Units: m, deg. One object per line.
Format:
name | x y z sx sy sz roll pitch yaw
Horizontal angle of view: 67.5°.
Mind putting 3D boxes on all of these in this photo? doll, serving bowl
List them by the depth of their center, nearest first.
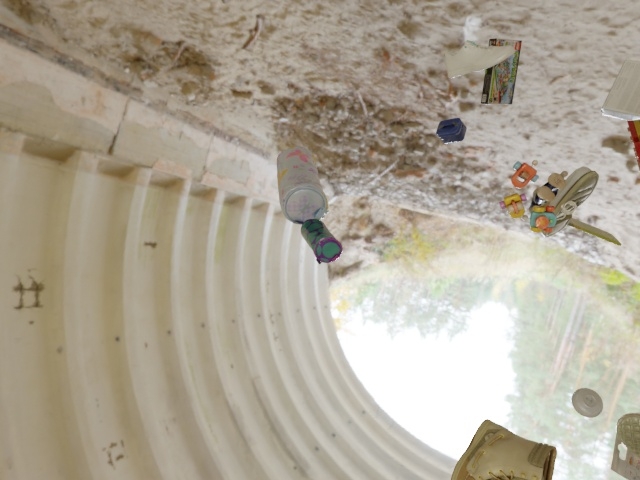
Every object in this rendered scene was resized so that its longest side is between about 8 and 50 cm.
doll | 0.551 -0.119 1.164 0.046 0.129 0.189 40 -171 14
serving bowl | 0.766 0.461 1.369 0.083 0.083 0.027 16 153 17

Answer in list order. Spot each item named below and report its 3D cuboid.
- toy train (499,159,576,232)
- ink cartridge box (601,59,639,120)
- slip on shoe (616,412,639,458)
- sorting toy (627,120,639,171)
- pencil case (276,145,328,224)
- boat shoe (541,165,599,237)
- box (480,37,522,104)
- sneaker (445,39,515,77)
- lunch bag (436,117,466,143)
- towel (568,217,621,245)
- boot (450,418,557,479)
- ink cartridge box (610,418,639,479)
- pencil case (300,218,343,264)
toy train | 0.466 -0.088 1.041 0.166 0.125 0.046 40 -155 1
ink cartridge box | 0.835 -0.370 1.211 0.179 0.145 0.045 26 180 29
slip on shoe | 0.827 0.522 1.073 0.101 0.123 0.331 0 -141 -52
sorting toy | 1.014 -0.238 1.451 0.089 0.255 0.257 -16 133 34
pencil case | -0.051 -0.154 1.282 0.124 0.113 0.273 10 -149 -16
boat shoe | 0.690 -0.123 1.392 0.113 0.103 0.302 -21 152 -11
box | 0.609 -0.567 1.615 0.114 0.206 0.036 -8 -159 -24
sneaker | 0.468 -0.560 1.437 0.212 0.094 0.080 -3 -153 43
lunch bag | 0.459 -0.387 1.678 0.098 0.067 0.065 -1 154 45
towel | 0.894 -0.043 1.636 0.237 0.021 0.102 22 -154 3
boot | 0.462 0.601 1.214 0.204 0.262 0.095 7 135 47
ink cartridge box | 0.928 0.613 1.307 0.056 0.180 0.225 -8 -164 -26
pencil case | 0.000 0.000 1.100 0.070 0.065 0.151 58 179 -25
